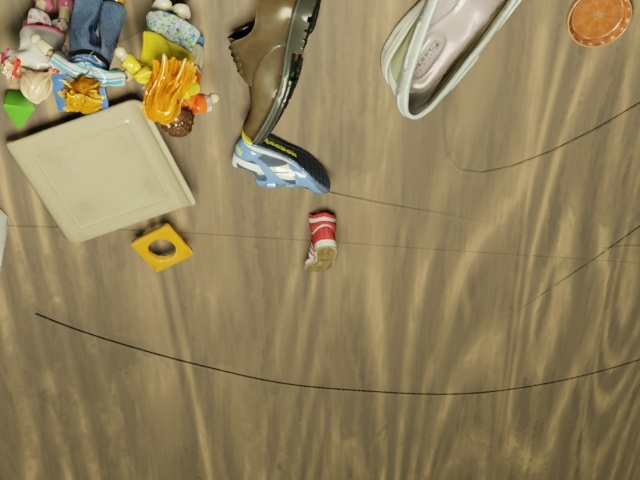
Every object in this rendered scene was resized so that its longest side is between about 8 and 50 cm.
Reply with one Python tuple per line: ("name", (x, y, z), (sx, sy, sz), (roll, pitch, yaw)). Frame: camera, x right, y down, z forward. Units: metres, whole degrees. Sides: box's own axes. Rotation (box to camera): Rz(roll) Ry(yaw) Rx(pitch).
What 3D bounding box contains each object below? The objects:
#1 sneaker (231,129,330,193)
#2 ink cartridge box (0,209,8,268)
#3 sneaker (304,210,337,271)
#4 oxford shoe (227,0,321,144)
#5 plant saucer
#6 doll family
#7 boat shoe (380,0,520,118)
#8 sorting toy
("sneaker", (-0.053, -0.097, 1.503), (0.144, 0.053, 0.059), (28, 121, -18))
("ink cartridge box", (-0.594, 0.006, 1.454), (0.306, 0.131, 0.226), (-28, 128, 13))
("sneaker", (0.000, 0.000, 1.605), (0.042, 0.067, 0.118), (0, 160, -12))
("oxford shoe", (-0.070, -0.221, 1.390), (0.096, 0.083, 0.227), (18, 126, 0))
("plant saucer", (0.353, -0.285, 1.432), (0.083, 0.013, 0.083), (-5, 131, -6))
("doll family", (-0.232, -0.207, 1.288), (0.263, 0.163, 0.118), (12, 152, -17))
("boat shoe", (0.181, -0.288, 1.343), (0.118, 0.103, 0.320), (22, 123, -25))
("sorting toy", (-0.283, -0.093, 1.476), (0.196, 0.047, 0.347), (-16, 130, 10))
